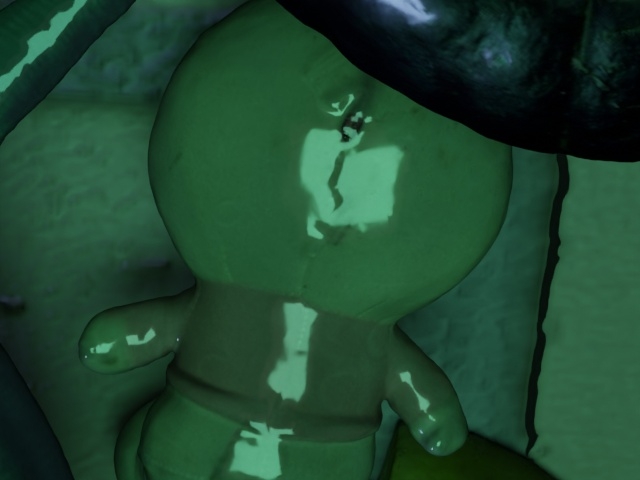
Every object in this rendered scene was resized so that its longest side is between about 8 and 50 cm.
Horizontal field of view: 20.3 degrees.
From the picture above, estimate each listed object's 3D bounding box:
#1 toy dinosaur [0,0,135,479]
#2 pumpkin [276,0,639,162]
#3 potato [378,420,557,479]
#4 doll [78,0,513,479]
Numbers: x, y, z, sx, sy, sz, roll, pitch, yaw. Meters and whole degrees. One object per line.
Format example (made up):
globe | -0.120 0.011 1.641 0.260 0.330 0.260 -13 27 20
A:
toy dinosaur | -0.101 0.081 0.652 0.331 0.129 0.383 -31 108 -3
pumpkin | 0.104 -0.176 0.562 0.315 0.238 0.315 0 93 9
potato | 0.085 0.157 0.768 0.149 0.081 0.120 10 112 -8
doll | -0.002 0.007 0.684 0.155 0.113 0.275 17 110 -3
